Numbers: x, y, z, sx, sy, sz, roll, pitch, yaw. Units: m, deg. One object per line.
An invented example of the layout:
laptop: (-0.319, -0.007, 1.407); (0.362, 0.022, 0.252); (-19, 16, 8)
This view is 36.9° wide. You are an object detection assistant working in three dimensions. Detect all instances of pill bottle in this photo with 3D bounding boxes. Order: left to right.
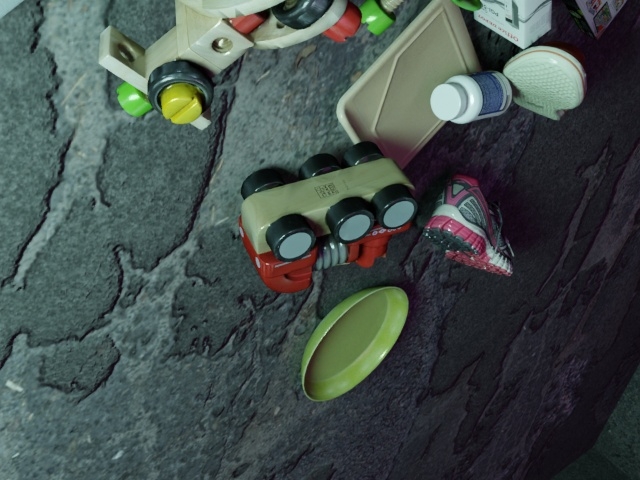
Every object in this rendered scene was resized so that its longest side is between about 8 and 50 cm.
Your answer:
pill bottle: (0.207, -0.198, 1.325); (0.120, 0.067, 0.067); (-17, 136, -46)

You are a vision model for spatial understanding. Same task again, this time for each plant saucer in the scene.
plant saucer: (0.051, 0.167, 1.618); (0.241, 0.037, 0.241); (-33, 145, -27)

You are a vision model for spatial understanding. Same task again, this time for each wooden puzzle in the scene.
wooden puzzle: (0.124, -0.208, 1.312); (0.238, 0.044, 0.221); (-51, 149, -7)

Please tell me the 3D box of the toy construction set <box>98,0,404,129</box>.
toy construction set: (-0.079, -0.224, 0.900); (0.237, 0.257, 0.309); (-40, 160, 27)

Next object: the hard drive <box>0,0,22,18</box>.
hard drive: (-0.271, -0.252, 0.775); (0.094, 0.022, 0.135); (-43, 148, -12)

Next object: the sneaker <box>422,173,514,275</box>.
sneaker: (0.272, -0.017, 1.632); (0.299, 0.121, 0.112); (37, 72, -64)

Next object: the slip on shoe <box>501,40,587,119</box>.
slip on shoe: (0.339, -0.250, 1.413); (0.101, 0.123, 0.331); (-67, 169, 6)

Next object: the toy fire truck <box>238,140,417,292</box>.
toy fire truck: (0.000, 0.000, 1.287); (0.217, 0.158, 0.246); (-17, 139, -17)

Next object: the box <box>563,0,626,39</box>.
box: (0.426, -0.405, 1.484); (0.114, 0.036, 0.207); (-53, 149, 6)

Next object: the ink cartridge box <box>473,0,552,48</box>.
ink cartridge box: (0.254, -0.337, 1.276); (0.056, 0.099, 0.135); (-40, 147, -15)

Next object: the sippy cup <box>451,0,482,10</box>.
sippy cup: (0.251, -0.419, 1.089); (0.306, 0.240, 0.224); (-16, 177, 29)
